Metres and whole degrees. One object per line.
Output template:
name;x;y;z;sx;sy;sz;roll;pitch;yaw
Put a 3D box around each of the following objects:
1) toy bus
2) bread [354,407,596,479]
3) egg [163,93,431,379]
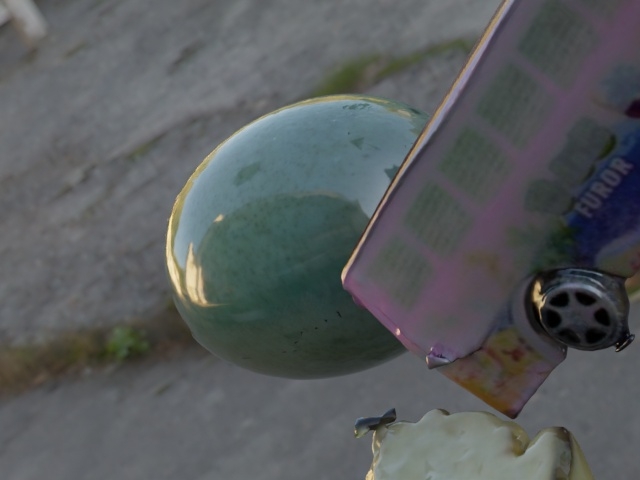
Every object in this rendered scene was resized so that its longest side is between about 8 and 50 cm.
toy bus;0.110;-0.051;0.654;0.274;0.112;0.090;-59;-2;42
bread;0.017;0.156;0.563;0.183;0.211;0.224;-21;-18;28
egg;0.000;0.000;1.055;0.236;0.169;0.169;-27;17;44
